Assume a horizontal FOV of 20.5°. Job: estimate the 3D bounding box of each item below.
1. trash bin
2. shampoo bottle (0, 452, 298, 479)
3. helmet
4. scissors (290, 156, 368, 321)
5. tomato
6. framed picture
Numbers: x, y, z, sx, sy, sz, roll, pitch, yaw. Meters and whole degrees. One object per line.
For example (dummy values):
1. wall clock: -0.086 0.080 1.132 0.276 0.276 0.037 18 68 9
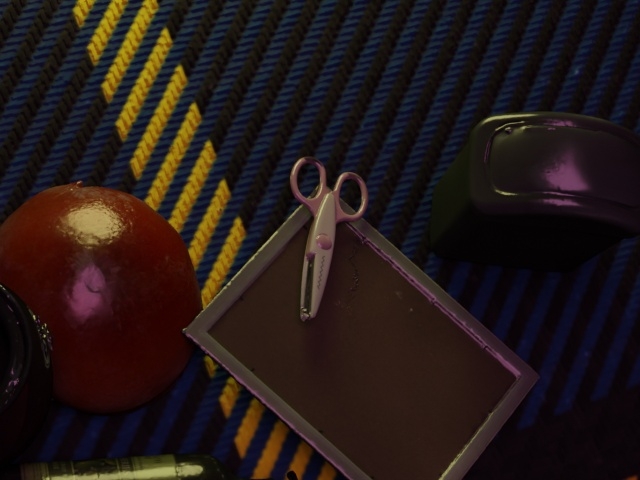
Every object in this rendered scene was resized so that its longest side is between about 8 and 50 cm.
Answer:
1. trash bin: 0.209 -0.041 1.689 0.176 0.236 0.101 5 74 -10
2. shampoo bottle: -0.155 0.245 1.610 0.283 0.101 0.101 -2 76 -12
3. helmet: -0.333 0.121 1.543 0.216 0.193 0.189 -27 68 19
4. scissors: 0.000 0.000 1.718 0.085 0.022 0.176 21 57 -18
5. tomato: -0.201 0.043 1.652 0.199 0.112 0.228 -37 88 -20
6. framed picture: 0.043 0.112 1.706 0.293 0.018 0.231 42 59 1
